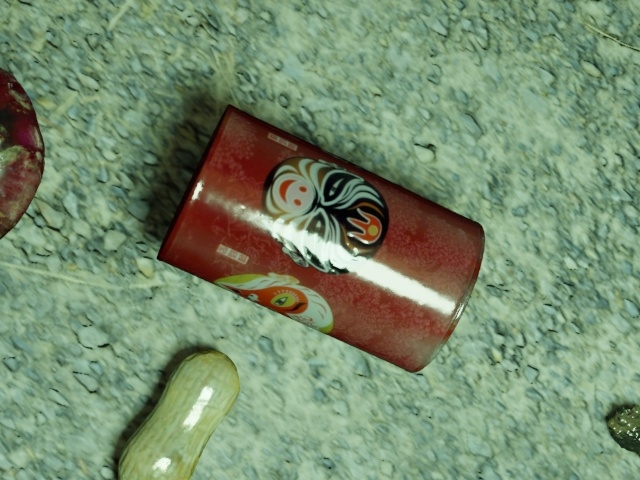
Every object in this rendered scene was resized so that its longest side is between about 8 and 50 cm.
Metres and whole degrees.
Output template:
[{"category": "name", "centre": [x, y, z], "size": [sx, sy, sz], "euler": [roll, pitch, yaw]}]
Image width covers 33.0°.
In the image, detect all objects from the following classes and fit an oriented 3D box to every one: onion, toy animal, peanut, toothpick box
[{"category": "onion", "centre": [-0.425, -0.091, 1.193], "size": [0.246, 0.190, 0.246], "euler": [-1, 84, 7]}, {"category": "toy animal", "centre": [0.468, 0.291, 1.417], "size": [0.086, 0.069, 0.219], "euler": [-41, 88, 6]}, {"category": "peanut", "centre": [-0.167, 0.220, 1.264], "size": [0.087, 0.087, 0.206], "euler": [33, 78, -7]}, {"category": "toothpick box", "centre": [0.000, 0.000, 1.273], "size": [0.333, 0.204, 0.204], "euler": [26, 78, -9]}]
